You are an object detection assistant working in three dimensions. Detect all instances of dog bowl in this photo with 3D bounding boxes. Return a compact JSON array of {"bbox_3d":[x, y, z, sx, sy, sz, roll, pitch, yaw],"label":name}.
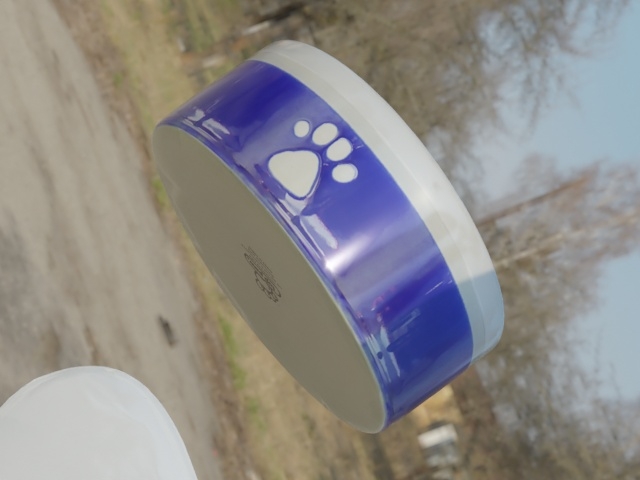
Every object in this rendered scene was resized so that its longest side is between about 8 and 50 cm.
[{"bbox_3d":[0.000,0.000,0.881,0.265,0.104,0.265,48,-17,20],"label":"dog bowl"}]

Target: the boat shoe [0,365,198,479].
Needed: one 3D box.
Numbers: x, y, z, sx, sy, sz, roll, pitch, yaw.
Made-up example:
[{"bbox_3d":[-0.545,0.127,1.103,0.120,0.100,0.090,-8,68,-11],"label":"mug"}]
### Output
[{"bbox_3d":[-0.078,0.202,0.481,0.102,0.108,0.301,82,-3,-70],"label":"boat shoe"}]
